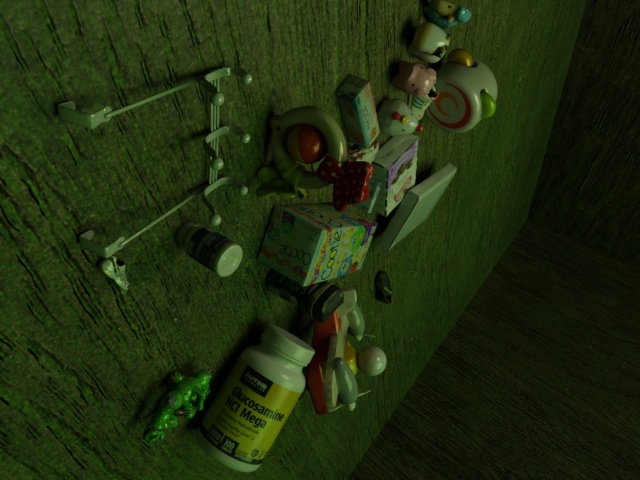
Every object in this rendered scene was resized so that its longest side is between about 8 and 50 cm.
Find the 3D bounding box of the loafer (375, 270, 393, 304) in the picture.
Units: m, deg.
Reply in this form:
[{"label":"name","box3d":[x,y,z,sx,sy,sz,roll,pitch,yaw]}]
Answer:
[{"label":"loafer","box3d":[0.239,0.172,2.064,0.062,0.061,0.170,-48,150,-23]}]

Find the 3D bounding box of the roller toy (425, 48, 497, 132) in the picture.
[{"label":"roller toy","box3d":[0.400,-0.424,1.630,0.146,0.209,0.191,-44,-176,-30]}]

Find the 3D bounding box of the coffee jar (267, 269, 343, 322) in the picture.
[{"label":"coffee jar","box3d":[-0.036,0.123,1.391,0.096,0.184,0.079,-45,149,-31]}]

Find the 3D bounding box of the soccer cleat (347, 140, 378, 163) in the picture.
[{"label":"soccer cleat","box3d":[0.088,-0.200,1.436,0.196,0.068,0.076,-36,147,-46]}]

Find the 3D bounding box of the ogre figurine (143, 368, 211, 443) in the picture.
[{"label":"ogre figurine","box3d":[-0.301,0.351,1.249,0.197,0.097,0.118,-7,134,-45]}]

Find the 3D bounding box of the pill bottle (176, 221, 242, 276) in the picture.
[{"label":"pill bottle","box3d":[-0.209,0.012,1.050,0.067,0.120,0.067,-41,147,-34]}]

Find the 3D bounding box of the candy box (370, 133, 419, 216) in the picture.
[{"label":"candy box","box3d":[0.211,-0.195,1.648,0.165,0.070,0.196,-46,150,-29]}]

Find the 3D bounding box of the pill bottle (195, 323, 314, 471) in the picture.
[{"label":"pill bottle","box3d":[-0.157,0.391,1.436,0.334,0.187,0.188,-60,154,-3]}]

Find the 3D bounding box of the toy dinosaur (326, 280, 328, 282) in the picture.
[{"label":"toy dinosaur","box3d":[0.014,0.071,1.567,0.211,0.064,0.112,-9,122,-58]}]

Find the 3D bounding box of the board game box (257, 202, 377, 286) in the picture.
[{"label":"board game box","box3d":[0.000,0.000,1.382,0.275,0.144,0.142,-10,124,-58]}]

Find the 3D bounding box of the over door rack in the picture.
[{"label":"over door rack","box3d":[-0.228,-0.125,0.900,0.324,0.108,0.240,-33,141,-44]}]

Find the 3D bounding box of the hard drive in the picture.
[{"label":"hard drive","box3d":[0.325,-0.114,1.874,0.353,0.047,0.233,-33,155,-52]}]

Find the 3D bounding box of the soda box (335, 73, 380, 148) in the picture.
[{"label":"soda box","box3d":[0.091,-0.303,1.346,0.063,0.058,0.183,-52,152,-17]}]

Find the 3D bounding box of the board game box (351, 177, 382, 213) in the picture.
[{"label":"board game box","box3d":[0.109,-0.131,1.506,0.020,0.090,0.090,-11,125,-59]}]

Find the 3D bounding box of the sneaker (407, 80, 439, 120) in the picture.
[{"label":"sneaker","box3d":[0.291,-0.394,1.590,0.057,0.075,0.161,-46,150,-27]}]

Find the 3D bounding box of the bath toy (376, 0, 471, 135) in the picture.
[{"label":"bath toy","box3d":[0.256,-0.425,1.442,0.151,0.129,0.349,2,114,-61]}]

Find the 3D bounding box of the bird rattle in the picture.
[{"label":"bird rattle","box3d":[-0.018,-0.158,1.111,0.143,0.253,0.207,-33,118,-44]}]

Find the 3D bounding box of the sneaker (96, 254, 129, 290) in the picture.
[{"label":"sneaker","box3d":[-0.340,0.054,0.958,0.037,0.031,0.083,-51,153,-19]}]

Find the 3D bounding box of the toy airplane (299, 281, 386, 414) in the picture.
[{"label":"toy airplane","box3d":[0.062,0.303,1.630,0.384,0.272,0.387,94,9,-69]}]
